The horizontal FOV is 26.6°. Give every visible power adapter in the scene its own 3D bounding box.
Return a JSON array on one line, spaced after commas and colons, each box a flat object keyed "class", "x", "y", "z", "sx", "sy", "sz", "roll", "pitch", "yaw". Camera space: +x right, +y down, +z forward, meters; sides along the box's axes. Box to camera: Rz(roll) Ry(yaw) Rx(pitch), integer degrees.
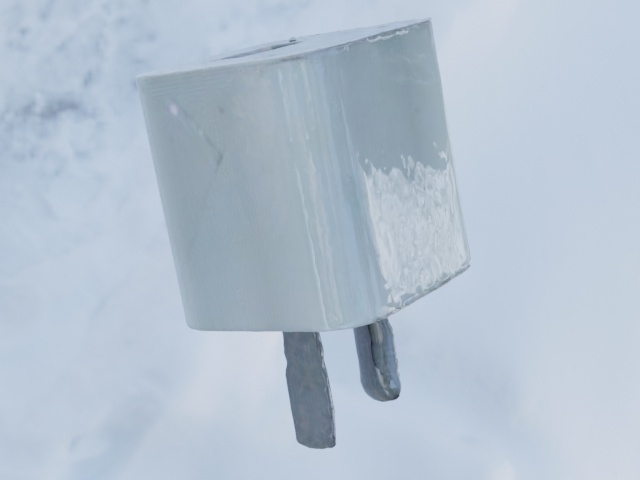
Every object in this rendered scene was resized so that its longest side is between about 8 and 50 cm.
[{"class": "power adapter", "x": 0.000, "y": 0.000, "z": 0.694, "sx": 0.130, "sy": 0.125, "sz": 0.205, "roll": -24, "pitch": 108, "yaw": -53}]
